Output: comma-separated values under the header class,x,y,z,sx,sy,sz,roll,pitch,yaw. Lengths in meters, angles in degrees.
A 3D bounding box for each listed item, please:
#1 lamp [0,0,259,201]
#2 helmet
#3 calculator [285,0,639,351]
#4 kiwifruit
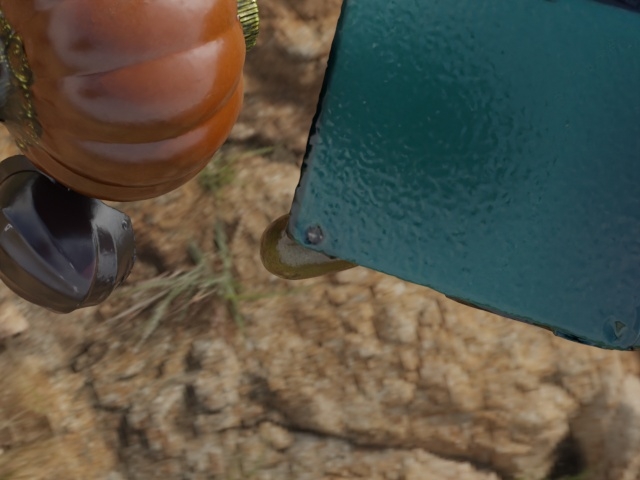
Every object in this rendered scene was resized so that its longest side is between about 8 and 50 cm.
class,x,y,z,sx,sy,sz,roll,pitch,yaw
lamp,-0.142,-0.134,1.024,0.197,0.223,0.223,-19,87,-22
helmet,-0.195,0.003,1.105,0.123,0.098,0.070,34,38,-7
calculator,0.128,-0.068,1.049,0.274,0.058,0.248,15,108,13
kiwifruit,0.000,0.000,1.532,0.124,0.075,0.075,-9,81,14
